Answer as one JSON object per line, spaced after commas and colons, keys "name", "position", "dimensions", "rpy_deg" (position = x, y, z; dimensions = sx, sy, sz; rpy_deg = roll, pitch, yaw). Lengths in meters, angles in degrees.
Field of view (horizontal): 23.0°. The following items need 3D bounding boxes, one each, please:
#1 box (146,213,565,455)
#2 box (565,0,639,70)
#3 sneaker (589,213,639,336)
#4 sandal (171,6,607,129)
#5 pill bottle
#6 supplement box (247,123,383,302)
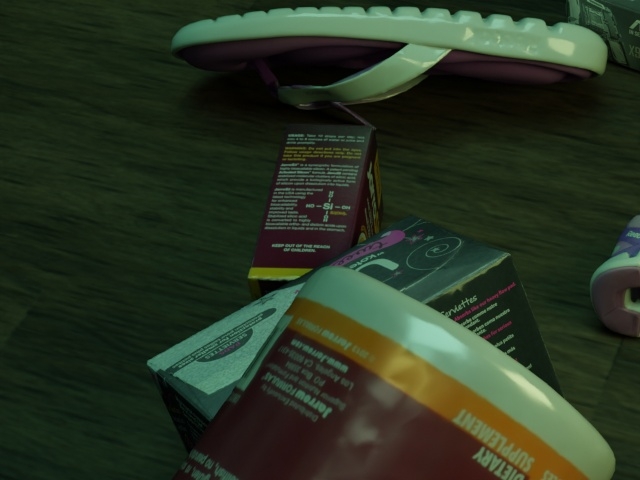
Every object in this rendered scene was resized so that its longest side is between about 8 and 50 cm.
{"name": "box", "position": [0.024, 0.104, 1.157], "dimensions": [0.247, 0.142, 0.163], "rpy_deg": [-28, 21, -16]}
{"name": "box", "position": [0.428, -0.235, 1.518], "dimensions": [0.307, 0.077, 0.242], "rpy_deg": [25, 54, 30]}
{"name": "sneaker", "position": [0.340, 0.020, 1.270], "dimensions": [0.236, 0.095, 0.104], "rpy_deg": [3, 38, 14]}
{"name": "sandal", "position": [0.057, -0.157, 1.477], "dimensions": [0.416, 0.169, 0.102], "rpy_deg": [2, 85, 11]}
{"name": "pill bottle", "position": [-0.017, 0.232, 0.938], "dimensions": [0.224, 0.224, 0.392], "rpy_deg": [29, 80, 32]}
{"name": "supplement box", "position": [0.000, 0.000, 1.331], "dimensions": [0.080, 0.104, 0.188], "rpy_deg": [2, 46, 11]}
